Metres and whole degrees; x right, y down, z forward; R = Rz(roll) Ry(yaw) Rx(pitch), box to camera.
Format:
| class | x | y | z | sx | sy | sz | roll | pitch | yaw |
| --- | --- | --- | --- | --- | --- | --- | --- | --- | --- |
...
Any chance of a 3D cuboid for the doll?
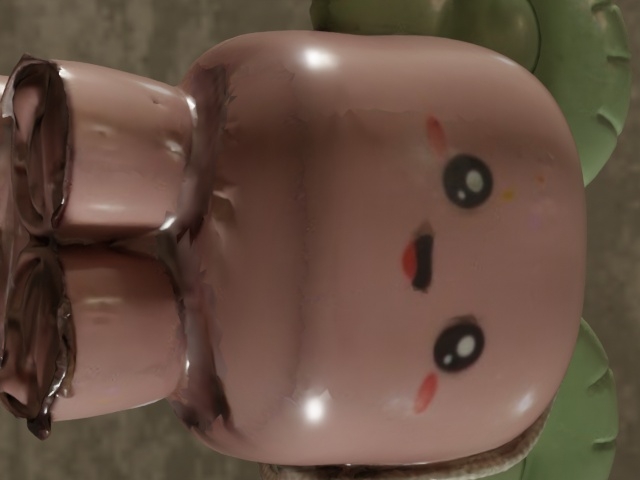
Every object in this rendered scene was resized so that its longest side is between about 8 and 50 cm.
| class | x | y | z | sx | sy | sz | roll | pitch | yaw |
| --- | --- | --- | --- | --- | --- | --- | --- | --- | --- |
| doll | 0.000 | 0.000 | 0.779 | 0.216 | 0.268 | 0.284 | 6 | -87 | 61 |
